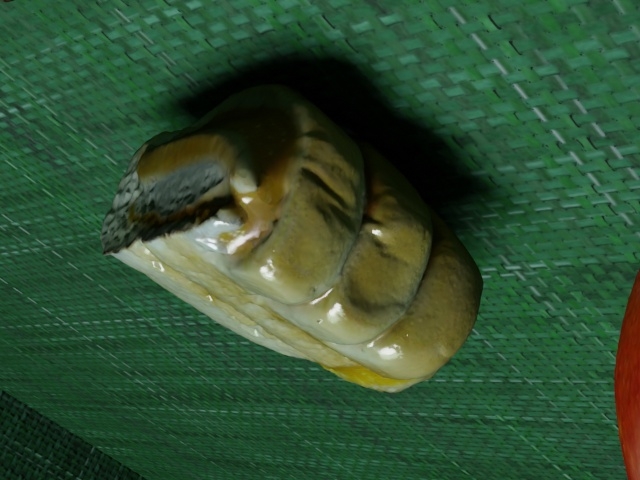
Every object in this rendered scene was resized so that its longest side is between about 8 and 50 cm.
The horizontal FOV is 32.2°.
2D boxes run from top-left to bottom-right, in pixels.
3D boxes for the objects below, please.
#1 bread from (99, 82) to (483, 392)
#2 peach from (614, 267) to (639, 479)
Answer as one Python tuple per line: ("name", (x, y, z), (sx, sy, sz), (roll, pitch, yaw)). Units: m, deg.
("bread", (0.000, 0.000, 1.053), (0.341, 0.210, 0.300), (34, 163, -23))
("peach", (0.343, 0.084, 0.600), (0.388, 0.388, 0.388), (18, 154, 9))
